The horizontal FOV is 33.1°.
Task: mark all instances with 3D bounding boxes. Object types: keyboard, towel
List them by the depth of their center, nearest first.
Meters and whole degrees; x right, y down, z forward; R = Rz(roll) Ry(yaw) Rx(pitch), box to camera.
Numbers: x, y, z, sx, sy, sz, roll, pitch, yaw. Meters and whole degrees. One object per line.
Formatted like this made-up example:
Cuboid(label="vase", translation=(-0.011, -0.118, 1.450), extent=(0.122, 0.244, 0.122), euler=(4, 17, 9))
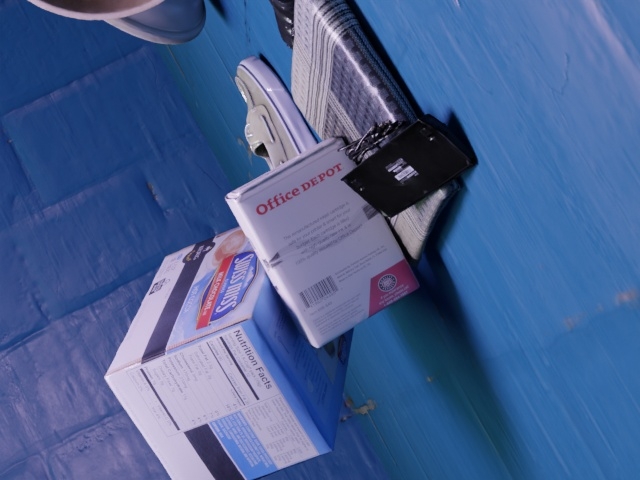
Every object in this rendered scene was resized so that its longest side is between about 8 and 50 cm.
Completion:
Cuboid(label="keyboard", translation=(0.086, -0.090, 1.126), extent=(0.100, 0.038, 0.192), euler=(41, 151, -9))
Cuboid(label="towel", translation=(0.060, -0.137, 1.299), extent=(0.312, 0.056, 0.324), euler=(58, 169, 12))

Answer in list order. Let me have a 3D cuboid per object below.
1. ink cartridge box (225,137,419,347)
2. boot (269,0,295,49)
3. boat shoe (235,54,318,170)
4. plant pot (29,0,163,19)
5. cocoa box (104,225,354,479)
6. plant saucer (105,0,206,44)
Cuboid(label="ink cartridge box", translation=(0.000, 0.000, 1.362), extent=(0.218, 0.158, 0.092), euler=(62, 170, -10))
Cuboid(label="boot", translation=(-0.051, -0.312, 1.396), extent=(0.121, 0.045, 0.099), euler=(57, 174, 28))
Cuboid(label="boat shoe", translation=(-0.075, -0.177, 1.778), extent=(0.302, 0.094, 0.109), euler=(59, 171, 23))
Cuboid(label="plant pot", translation=(-0.354, -0.560, 1.631), extent=(0.334, 0.333, 0.305), euler=(72, 177, -50))
Cuboid(label="cocoa box", translation=(-0.108, 0.148, 1.516), extent=(0.231, 0.228, 0.347), euler=(60, -162, -20))
Cuboid(label="plant saucer", translation=(-0.345, -0.524, 1.890), extent=(0.400, 0.100, 0.400), euler=(33, -149, -23))
